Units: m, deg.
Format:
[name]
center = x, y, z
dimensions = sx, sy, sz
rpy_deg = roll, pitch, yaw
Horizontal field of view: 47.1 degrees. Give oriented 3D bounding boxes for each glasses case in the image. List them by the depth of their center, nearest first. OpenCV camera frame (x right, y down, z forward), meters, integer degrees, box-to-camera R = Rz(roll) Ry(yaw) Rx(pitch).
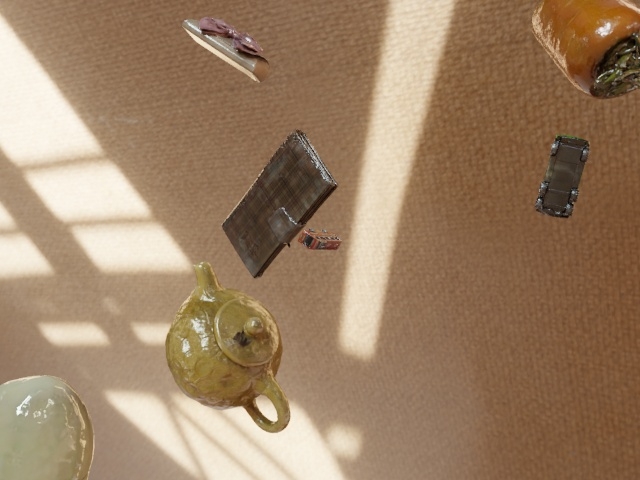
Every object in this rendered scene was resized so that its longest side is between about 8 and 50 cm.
[glasses case]
center = -0.190, -0.415, 1.513
dimensions = 0.193, 0.102, 0.070
rpy_deg = 35, 91, 10

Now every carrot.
[carrot]
center = 0.590, -0.401, 1.506
dimensions = 0.214, 0.331, 0.193
rpy_deg = -29, 132, 17

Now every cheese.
[cheese]
center = -0.372, 0.374, 0.868
dimensions = 0.351, 0.129, 0.328
rpy_deg = -47, 51, 14

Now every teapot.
[teapot]
center = -0.137, 0.178, 1.220
dimensions = 0.167, 0.203, 0.311
rpy_deg = -37, 81, 45

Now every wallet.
[wallet]
center = -0.069, -0.054, 1.162
dimensions = 0.230, 0.042, 0.124
rpy_deg = -47, 64, 30

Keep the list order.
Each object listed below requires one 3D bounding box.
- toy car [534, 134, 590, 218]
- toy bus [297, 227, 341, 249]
[toy car]
center = 0.450, -0.122, 1.361
dimensions = 0.071, 0.062, 0.165
rpy_deg = 13, 126, 14
[toy bus]
center = 0.000, 0.000, 1.465
dimensions = 0.043, 0.110, 0.031
rpy_deg = 38, 108, 25
